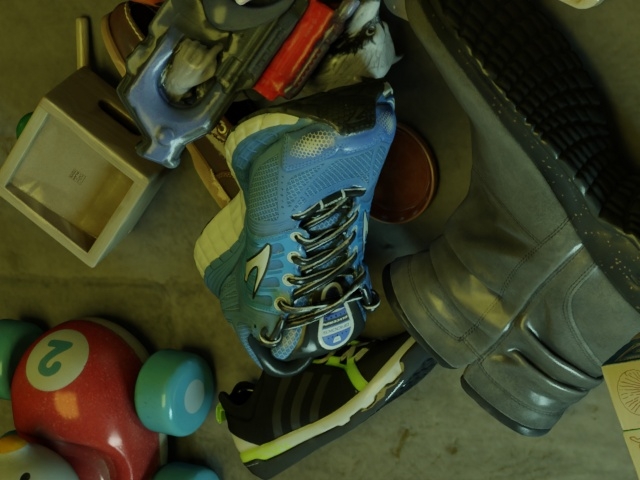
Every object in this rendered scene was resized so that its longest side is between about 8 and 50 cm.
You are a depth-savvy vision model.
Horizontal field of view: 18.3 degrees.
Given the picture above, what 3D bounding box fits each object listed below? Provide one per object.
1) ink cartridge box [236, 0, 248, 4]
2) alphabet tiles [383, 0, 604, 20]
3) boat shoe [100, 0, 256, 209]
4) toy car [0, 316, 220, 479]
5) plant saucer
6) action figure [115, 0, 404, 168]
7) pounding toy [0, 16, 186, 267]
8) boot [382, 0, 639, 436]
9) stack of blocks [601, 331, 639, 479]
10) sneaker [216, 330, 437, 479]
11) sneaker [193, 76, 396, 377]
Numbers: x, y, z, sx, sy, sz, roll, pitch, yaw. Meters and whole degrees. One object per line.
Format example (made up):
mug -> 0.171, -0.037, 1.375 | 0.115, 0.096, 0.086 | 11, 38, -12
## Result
ink cartridge box -> 0.007, -0.340, 1.334 | 0.296, 0.066, 0.261 | -31, 86, 8
alphabet tiles -> 0.097, -0.280, 1.417 | 0.284, 0.021, 0.278 | 29, 121, 21
boat shoe -> -0.088, -0.112, 1.571 | 0.073, 0.073, 0.207 | -37, 94, 35
toy car -> -0.238, 0.194, 1.677 | 0.219, 0.238, 0.210 | 8, 112, 30
plant saucer -> 0.054, -0.054, 1.535 | 0.083, 0.013, 0.084 | 12, 114, 29
action figure -> -0.057, -0.241, 1.467 | 0.330, 0.178, 0.341 | 44, 103, 2
pounding toy -> -0.193, -0.083, 1.644 | 0.141, 0.100, 0.130 | 38, 125, 2
boot -> 0.117, -0.020, 1.435 | 0.222, 0.118, 0.338 | -34, 92, 38
stack of blocks -> 0.319, 0.052, 1.229 | 0.171, 0.297, 0.087 | -14, 100, 37
sneaker -> -0.006, 0.112, 1.593 | 0.234, 0.084, 0.097 | -35, 86, 37
sneaker -> 0.000, 0.000, 1.454 | 0.330, 0.129, 0.147 | 111, 139, -61
